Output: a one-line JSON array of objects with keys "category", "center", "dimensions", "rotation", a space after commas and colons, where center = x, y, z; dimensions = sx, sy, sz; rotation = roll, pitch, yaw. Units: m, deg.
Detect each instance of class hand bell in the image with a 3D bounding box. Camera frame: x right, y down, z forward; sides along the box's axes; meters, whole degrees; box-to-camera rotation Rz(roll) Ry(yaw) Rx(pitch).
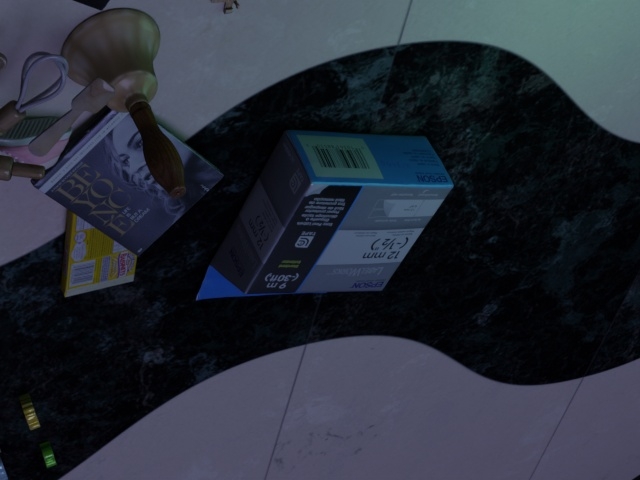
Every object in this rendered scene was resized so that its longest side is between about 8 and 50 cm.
[{"category": "hand bell", "center": [-0.209, -0.144, 1.898], "dimensions": [0.126, 0.242, 0.126], "rotation": [-18, 145, -13]}]

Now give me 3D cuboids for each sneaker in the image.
[{"category": "sneaker", "center": [-0.374, -0.114, 1.994], "dimensions": [0.134, 0.051, 0.070], "rotation": [-4, 135, -38]}]

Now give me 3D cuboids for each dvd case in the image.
[{"category": "dvd case", "center": [-0.248, -0.081, 2.120], "dimensions": [0.164, 0.018, 0.221], "rotation": [-42, 139, 8]}]

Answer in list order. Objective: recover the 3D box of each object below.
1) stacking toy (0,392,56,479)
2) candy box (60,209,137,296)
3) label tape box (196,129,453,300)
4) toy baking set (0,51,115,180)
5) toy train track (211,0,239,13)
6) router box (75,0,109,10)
[{"category": "stacking toy", "center": [-0.502, 0.330, 2.502], "dimensions": [0.167, 0.052, 0.221], "rotation": [-20, 146, -11]}, {"category": "candy box", "center": [-0.297, -0.005, 2.216], "dimensions": [0.105, 0.027, 0.206], "rotation": [-15, 144, -26]}, {"category": "label tape box", "center": [0.000, 0.000, 2.356], "dimensions": [0.249, 0.115, 0.348], "rotation": [0, 136, -35]}, {"category": "toy baking set", "center": [-0.375, -0.147, 1.878], "dimensions": [0.256, 0.030, 0.197], "rotation": [12, 130, -8]}, {"category": "toy train track", "center": [-0.105, -0.304, 1.962], "dimensions": [0.048, 0.014, 0.083], "rotation": [-12, 143, -22]}, {"category": "router box", "center": [-0.209, -0.389, 1.615], "dimensions": [0.309, 0.081, 0.243], "rotation": [-48, 160, 12]}]
